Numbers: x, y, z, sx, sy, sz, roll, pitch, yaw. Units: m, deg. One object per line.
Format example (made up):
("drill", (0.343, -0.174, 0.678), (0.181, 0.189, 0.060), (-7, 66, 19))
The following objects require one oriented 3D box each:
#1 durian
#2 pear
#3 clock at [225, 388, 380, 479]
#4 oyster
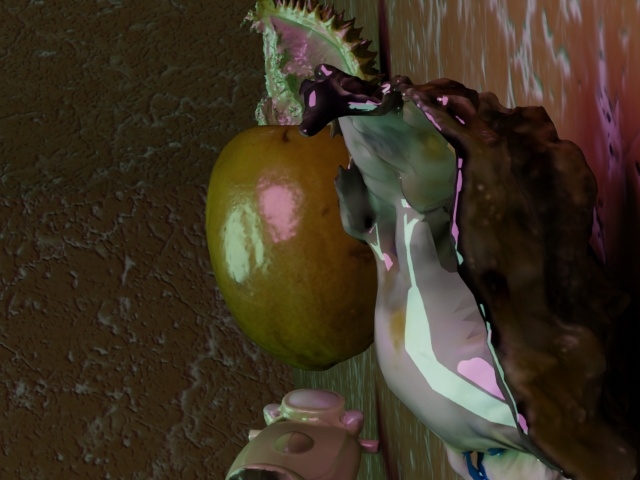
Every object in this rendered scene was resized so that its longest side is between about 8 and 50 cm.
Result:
("durian", (-0.001, -0.117, 1.397), (0.086, 0.100, 0.215), (-137, 36, -80))
("pear", (0.000, 0.000, 1.200), (0.149, 0.149, 0.162), (180, 76, -87))
("clock", (-0.021, 0.294, 1.650), (0.276, 0.120, 0.379), (-73, -18, -46))
("oyster", (0.065, 0.032, 0.661), (0.214, 0.083, 0.223), (73, 173, -66))
